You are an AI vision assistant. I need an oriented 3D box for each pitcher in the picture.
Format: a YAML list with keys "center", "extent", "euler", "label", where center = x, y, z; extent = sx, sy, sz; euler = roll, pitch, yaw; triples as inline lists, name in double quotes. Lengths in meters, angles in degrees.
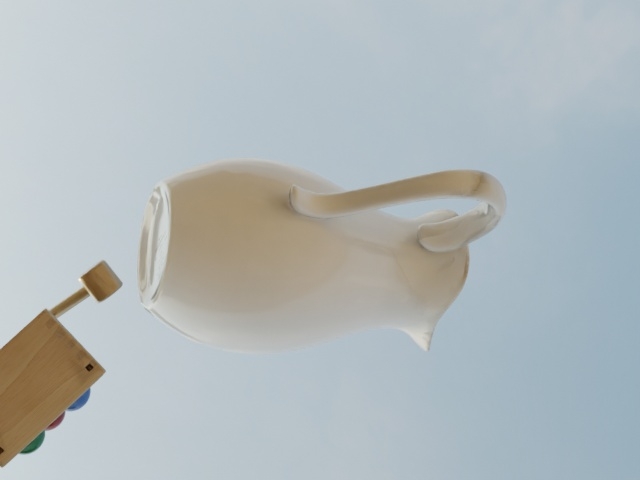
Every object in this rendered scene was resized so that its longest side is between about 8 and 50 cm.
- center: [0.000, 0.000, 0.821]
  extent: [0.207, 0.177, 0.125]
  euler: [7, -126, -20]
  label: "pitcher"

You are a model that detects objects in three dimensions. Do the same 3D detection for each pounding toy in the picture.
- center: [-0.258, 0.119, 1.256]
  extent: [0.206, 0.181, 0.094]
  euler: [-43, -84, -15]
  label: "pounding toy"
